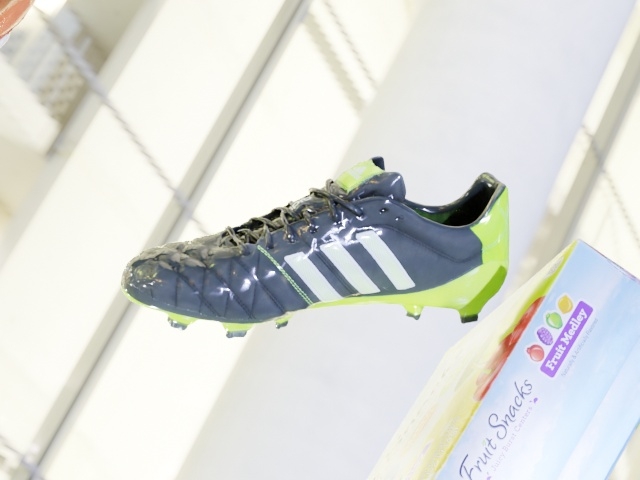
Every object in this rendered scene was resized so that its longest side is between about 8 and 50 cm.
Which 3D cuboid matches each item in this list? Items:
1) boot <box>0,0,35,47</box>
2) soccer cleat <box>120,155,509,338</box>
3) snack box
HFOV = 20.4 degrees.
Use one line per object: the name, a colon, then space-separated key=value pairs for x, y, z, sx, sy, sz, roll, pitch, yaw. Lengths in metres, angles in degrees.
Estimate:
boot: x=-0.149 y=-0.147 z=0.877 sx=0.059 sy=0.158 sz=0.084 roll=35 pitch=-37 yaw=10
soccer cleat: x=0.000 y=0.000 z=0.784 sx=0.179 sy=0.072 sz=0.060 roll=-3 pitch=23 yaw=-19
snack box: x=0.068 y=0.112 z=0.816 sx=0.070 sy=0.174 sz=0.207 roll=34 pitch=-23 yaw=1
